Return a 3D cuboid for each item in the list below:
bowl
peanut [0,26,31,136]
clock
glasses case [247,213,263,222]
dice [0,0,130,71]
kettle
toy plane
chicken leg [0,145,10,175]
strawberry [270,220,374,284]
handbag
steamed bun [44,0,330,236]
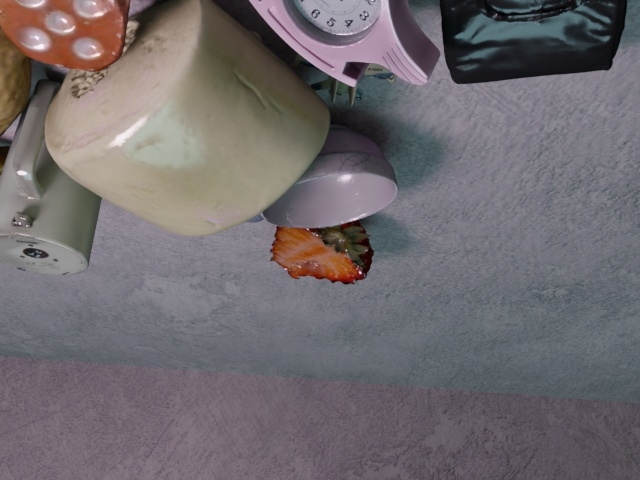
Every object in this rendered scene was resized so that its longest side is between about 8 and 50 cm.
[{"bbox_3d":[0.007,-0.139,1.427,0.286,0.144,0.287,-9,161,-3],"label":"bowl"},{"bbox_3d":[-0.640,-0.281,1.257,0.192,0.170,0.387,29,141,-32],"label":"peanut"},{"bbox_3d":[0.073,-0.351,1.006,0.290,0.080,0.275,39,139,-17],"label":"clock"},{"bbox_3d":[-0.146,-0.116,1.615,0.109,0.067,0.282,17,152,-17],"label":"glasses case"},{"bbox_3d":[-0.364,-0.371,1.012,0.174,0.174,0.179,5,148,-15],"label":"dice"},{"bbox_3d":[-0.552,-0.121,1.378,0.205,0.318,0.265,-6,153,24],"label":"kettle"},{"bbox_3d":[0.062,-0.330,1.163,0.192,0.088,0.262,6,144,-16],"label":"toy plane"},{"bbox_3d":[-0.791,-0.181,1.492,0.361,0.140,0.211,2,-159,-43],"label":"chicken leg"},{"bbox_3d":[0.017,0.006,1.756,0.253,0.150,0.280,27,154,0],"label":"strawberry"},{"bbox_3d":[0.327,-0.353,1.071,0.275,0.088,0.244,0,150,15],"label":"handbag"},{"bbox_3d":[-0.246,-0.178,1.219,0.455,0.290,0.371,-16,140,38],"label":"steamed bun"}]
